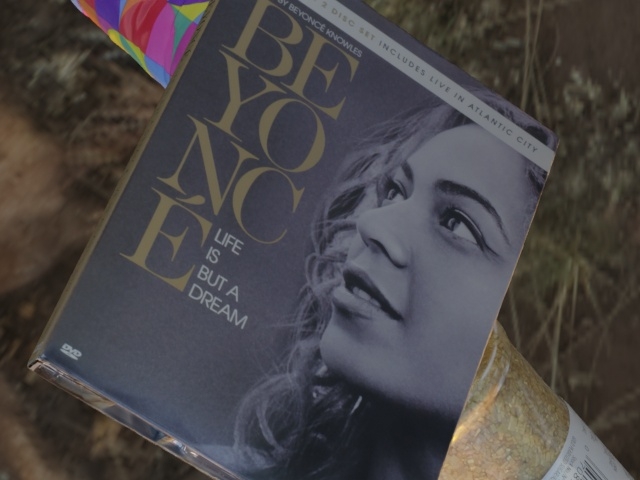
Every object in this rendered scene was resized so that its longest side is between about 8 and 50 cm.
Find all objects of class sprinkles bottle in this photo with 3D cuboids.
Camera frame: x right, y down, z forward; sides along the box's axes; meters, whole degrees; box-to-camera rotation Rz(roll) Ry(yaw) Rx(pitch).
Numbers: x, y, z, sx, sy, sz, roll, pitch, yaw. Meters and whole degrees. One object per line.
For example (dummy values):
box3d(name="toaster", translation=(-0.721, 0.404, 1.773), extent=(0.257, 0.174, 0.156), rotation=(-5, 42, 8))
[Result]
box3d(name="sprinkles bottle", translation=(0.177, 0.205, 1.344), extent=(0.121, 0.121, 0.355), rotation=(-32, 117, 21))

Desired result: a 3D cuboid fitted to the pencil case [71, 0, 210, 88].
box3d(name="pencil case", translation=(-0.107, -0.171, 1.439), extent=(0.104, 0.236, 0.104), rotation=(-20, 130, -26))

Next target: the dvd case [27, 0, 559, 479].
box3d(name="dvd case", translation=(0.000, 0.000, 0.763), extent=(0.164, 0.221, 0.018), rotation=(33, 146, -15))
